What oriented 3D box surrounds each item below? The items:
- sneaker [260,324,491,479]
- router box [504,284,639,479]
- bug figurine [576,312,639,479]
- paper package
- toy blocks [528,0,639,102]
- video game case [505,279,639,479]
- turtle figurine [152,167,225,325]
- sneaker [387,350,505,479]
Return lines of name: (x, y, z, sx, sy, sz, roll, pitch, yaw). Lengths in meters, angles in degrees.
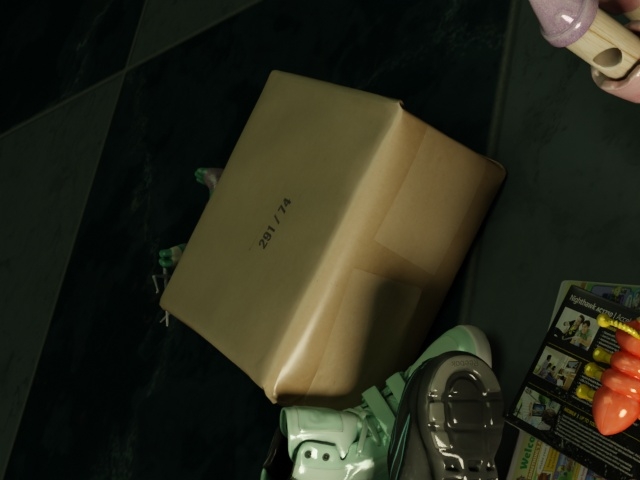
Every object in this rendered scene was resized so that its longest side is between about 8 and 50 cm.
sneaker: (0.049, 0.172, 1.064, 0.256, 0.151, 0.094, -54, 33, 11)
router box: (0.245, 0.125, 0.883, 0.179, 0.046, 0.133, 27, 90, 55)
bug figurine: (0.282, 0.168, 0.742, 0.279, 0.072, 0.216, 18, 85, 33)
paper package: (0.000, 0.000, 1.233, 0.309, 0.168, 0.325, 27, 91, 56)
toy blocks: (0.316, -0.186, 0.850, 0.288, 0.260, 0.309, -28, 47, 40)
video game case: (0.254, 0.140, 0.926, 0.193, 0.023, 0.212, 3, 71, 54)
turtle figurine: (-0.145, 0.031, 1.460, 0.175, 0.118, 0.234, 92, -174, -63)
sneaker: (0.112, 0.232, 0.981, 0.106, 0.101, 0.268, 169, 106, -69)
